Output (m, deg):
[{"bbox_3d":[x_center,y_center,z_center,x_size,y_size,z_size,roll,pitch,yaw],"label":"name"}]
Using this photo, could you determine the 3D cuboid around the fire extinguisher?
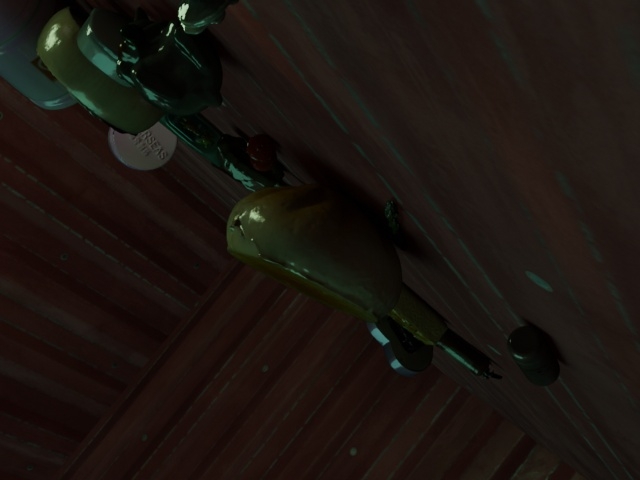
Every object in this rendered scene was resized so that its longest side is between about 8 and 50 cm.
[{"bbox_3d":[0.335,0.263,1.754,0.177,0.050,0.062,37,-166,27],"label":"fire extinguisher"}]

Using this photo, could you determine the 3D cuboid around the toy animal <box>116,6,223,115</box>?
[{"bbox_3d":[-0.211,-0.232,0.995,0.138,0.108,0.236,42,175,-31],"label":"toy animal"}]

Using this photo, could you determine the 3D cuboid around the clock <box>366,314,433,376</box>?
[{"bbox_3d":[0.207,0.214,1.822,0.064,0.172,0.198,-42,75,44],"label":"clock"}]

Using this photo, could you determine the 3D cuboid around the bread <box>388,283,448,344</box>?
[{"bbox_3d":[0.181,0.146,1.703,0.188,0.068,0.125,41,175,-17],"label":"bread"}]

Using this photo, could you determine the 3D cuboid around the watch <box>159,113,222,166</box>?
[{"bbox_3d":[-0.292,-0.251,1.659,0.237,0.068,0.195,37,178,-23],"label":"watch"}]

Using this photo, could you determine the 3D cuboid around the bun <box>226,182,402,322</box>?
[{"bbox_3d":[0.000,0.000,1.206,0.298,0.165,0.299,24,170,4],"label":"bun"}]

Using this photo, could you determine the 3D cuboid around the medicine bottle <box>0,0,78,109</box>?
[{"bbox_3d":[-0.577,-0.412,1.470,0.202,0.202,0.316,36,174,28],"label":"medicine bottle"}]

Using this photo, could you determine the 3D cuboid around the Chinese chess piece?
[{"bbox_3d":[-0.381,-0.299,1.361,0.250,0.103,0.250,43,-170,-9],"label":"Chinese chess piece"}]

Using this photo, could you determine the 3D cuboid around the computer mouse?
[{"bbox_3d":[-0.314,-0.315,1.216,0.128,0.079,0.231,40,-168,-26],"label":"computer mouse"}]

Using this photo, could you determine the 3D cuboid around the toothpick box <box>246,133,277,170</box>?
[{"bbox_3d":[-0.096,-0.145,1.270,0.047,0.047,0.083,39,174,3],"label":"toothpick box"}]

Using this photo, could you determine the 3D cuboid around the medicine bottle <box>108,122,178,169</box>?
[{"bbox_3d":[-0.495,-0.283,2.128,0.178,0.178,0.290,41,174,-19],"label":"medicine bottle"}]

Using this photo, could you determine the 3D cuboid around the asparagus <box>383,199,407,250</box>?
[{"bbox_3d":[0.108,-0.018,1.093,0.022,0.023,0.233,-7,166,7],"label":"asparagus"}]

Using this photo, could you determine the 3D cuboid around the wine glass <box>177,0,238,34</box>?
[{"bbox_3d":[-0.129,-0.240,0.599,0.072,0.072,0.155,34,174,42],"label":"wine glass"}]

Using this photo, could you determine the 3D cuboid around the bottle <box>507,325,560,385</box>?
[{"bbox_3d":[0.308,0.168,1.104,0.053,0.053,0.140,35,173,37],"label":"bottle"}]

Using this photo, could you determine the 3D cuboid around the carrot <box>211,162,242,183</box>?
[{"bbox_3d":[-0.199,-0.164,1.825,0.139,0.048,0.048,35,173,28],"label":"carrot"}]

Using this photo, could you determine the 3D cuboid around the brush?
[{"bbox_3d":[-0.065,-0.095,1.416,0.301,0.071,0.084,33,171,3],"label":"brush"}]
